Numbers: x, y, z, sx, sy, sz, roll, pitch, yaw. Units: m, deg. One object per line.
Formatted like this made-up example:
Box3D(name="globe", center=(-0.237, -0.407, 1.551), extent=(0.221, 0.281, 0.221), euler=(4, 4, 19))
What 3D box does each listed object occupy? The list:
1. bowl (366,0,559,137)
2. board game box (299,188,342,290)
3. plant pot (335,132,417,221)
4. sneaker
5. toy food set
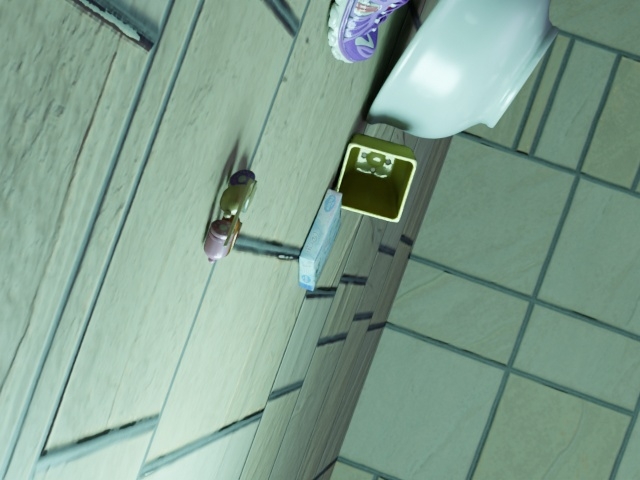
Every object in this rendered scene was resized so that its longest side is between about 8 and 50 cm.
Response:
Box3D(name="bowl", center=(0.188, -0.227, 1.859), extent=(0.298, 0.134, 0.298), euler=(-55, 178, -4))
Box3D(name="board game box", center=(0.000, 0.000, 1.787), extent=(0.090, 0.020, 0.090), euler=(94, 17, -66))
Box3D(name="plant pot", center=(0.063, -0.082, 1.830), extent=(0.083, 0.081, 0.081), euler=(-84, -171, -66))
Box3D(name="sneaker", center=(0.049, -0.214, 1.380), extent=(0.170, 0.071, 0.068), euler=(100, 12, -56))
Box3D(name="toy food set", center=(-0.072, -0.018, 1.227), extent=(0.122, 0.019, 0.078), euler=(114, -4, -84))
